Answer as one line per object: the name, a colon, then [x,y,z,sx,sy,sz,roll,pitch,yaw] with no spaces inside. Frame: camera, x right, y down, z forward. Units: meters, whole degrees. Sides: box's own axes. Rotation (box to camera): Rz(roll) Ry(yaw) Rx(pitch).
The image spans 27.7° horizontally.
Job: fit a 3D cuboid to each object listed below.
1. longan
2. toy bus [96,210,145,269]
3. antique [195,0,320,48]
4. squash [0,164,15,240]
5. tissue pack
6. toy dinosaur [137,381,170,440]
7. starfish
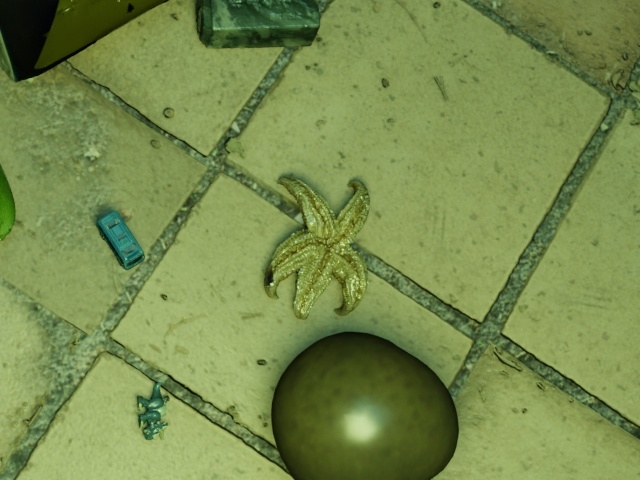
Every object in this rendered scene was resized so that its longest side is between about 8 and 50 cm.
longan: [0.059,0.249,1.824,0.258,0.258,0.258,3,77,-11]
toy bus: [-0.293,0.000,1.908,0.038,0.046,0.083,-32,85,-16]
antique: [-0.100,-0.351,2.007,0.183,0.086,0.088,-4,78,-13]
squash: [-0.540,-0.169,1.869,0.101,0.101,0.378,-23,82,-16]
tissue pack: [-0.347,-0.454,1.871,0.416,0.264,0.253,-32,67,-16]
toy dinosaur: [-0.239,0.247,1.871,0.047,0.030,0.083,-3,79,-13]
starfish: [0.001,-0.001,1.963,0.216,0.071,0.238,44,66,-5]
